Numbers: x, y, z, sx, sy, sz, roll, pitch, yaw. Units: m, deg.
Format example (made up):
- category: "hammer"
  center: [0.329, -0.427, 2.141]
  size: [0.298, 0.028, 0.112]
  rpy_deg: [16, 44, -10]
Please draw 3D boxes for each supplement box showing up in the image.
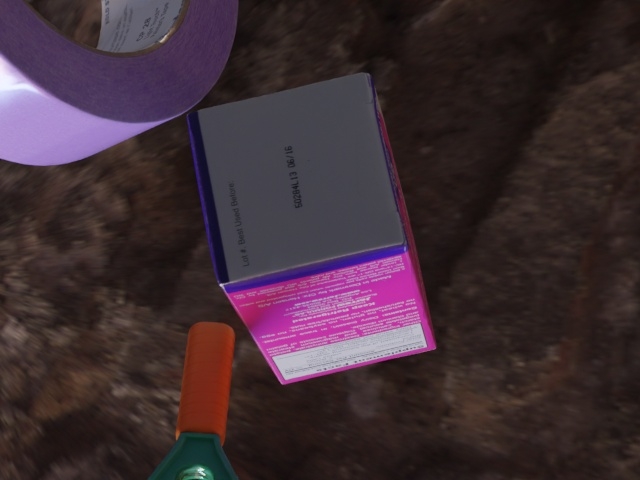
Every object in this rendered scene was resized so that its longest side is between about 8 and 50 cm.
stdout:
- category: "supplement box"
  center: [0.000, 0.000, 1.119]
  size: [0.114, 0.220, 0.111]
  rpy_deg: [-13, -110, 2]

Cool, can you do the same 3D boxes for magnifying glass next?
- category: "magnifying glass"
  center: [-0.071, 0.133, 1.043]
  size: [0.092, 0.231, 0.026]
  rpy_deg: [4, -50, 0]

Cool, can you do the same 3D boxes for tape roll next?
- category: "tape roll"
  center: [-0.177, -0.190, 1.153]
  size: [0.275, 0.090, 0.274]
  rpy_deg: [24, -124, -42]
